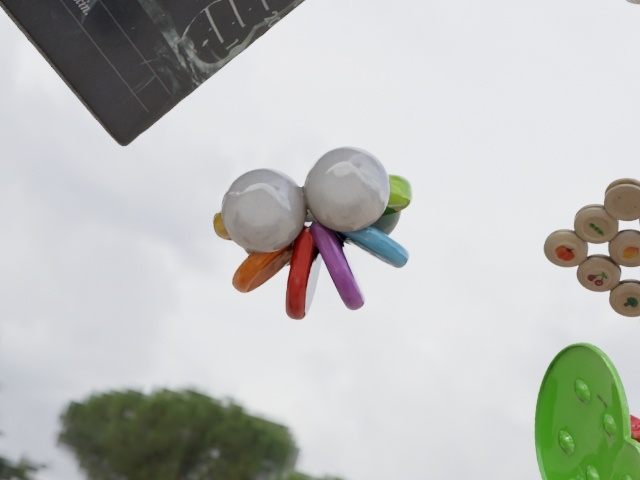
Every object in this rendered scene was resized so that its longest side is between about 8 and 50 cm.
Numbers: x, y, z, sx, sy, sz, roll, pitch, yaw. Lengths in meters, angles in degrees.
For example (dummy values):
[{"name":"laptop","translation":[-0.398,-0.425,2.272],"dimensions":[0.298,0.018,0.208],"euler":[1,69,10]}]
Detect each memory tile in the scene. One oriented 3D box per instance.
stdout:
[{"name":"memory tile","translation":[0.265,0.018,1.506],"dimensions":[0.148,0.012,0.113],"euler":[36,-52,-16]}]

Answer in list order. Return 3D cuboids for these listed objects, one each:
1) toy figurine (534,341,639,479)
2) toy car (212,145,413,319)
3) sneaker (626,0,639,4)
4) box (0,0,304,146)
[{"name":"toy figurine","translation":[0.265,0.151,1.350],"dimensions":[0.159,0.130,0.173],"euler":[3,26,-22]},{"name":"toy car","translation":[0.000,0.000,1.653],"dimensions":[0.182,0.136,0.159],"euler":[-14,-10,5]},{"name":"sneaker","translation":[0.282,-0.339,1.786],"dimensions":[0.094,0.235,0.153],"euler":[-27,-54,26]},{"name":"box","translation":[-0.166,-0.425,1.698],"dimensions":[0.297,0.471,0.480],"euler":[48,-3,35]}]
